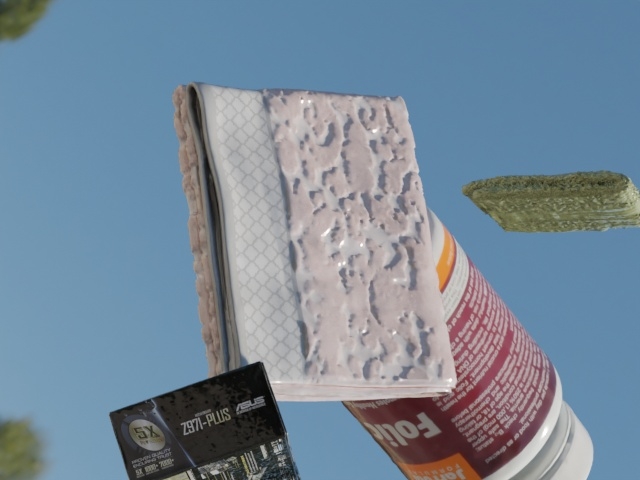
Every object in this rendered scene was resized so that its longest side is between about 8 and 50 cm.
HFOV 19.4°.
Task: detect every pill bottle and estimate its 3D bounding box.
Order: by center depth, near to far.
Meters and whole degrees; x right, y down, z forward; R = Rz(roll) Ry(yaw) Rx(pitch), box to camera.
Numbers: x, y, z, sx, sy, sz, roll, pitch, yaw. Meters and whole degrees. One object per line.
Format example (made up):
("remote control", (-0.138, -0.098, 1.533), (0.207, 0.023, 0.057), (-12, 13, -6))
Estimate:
("pill bottle", (0.144, 0.160, 2.211), (0.392, 0.224, 0.224), (50, -17, -27))

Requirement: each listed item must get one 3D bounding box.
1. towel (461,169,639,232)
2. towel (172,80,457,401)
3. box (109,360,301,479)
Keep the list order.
("towel", (0.205, -0.033, 1.599), (0.148, 0.027, 0.110), (-2, -17, 25))
("towel", (0.000, 0.000, 1.930), (0.053, 0.317, 0.332), (-21, -107, 45))
("box", (-0.103, 0.195, 1.737), (0.180, 0.147, 0.077), (78, -8, -67))
